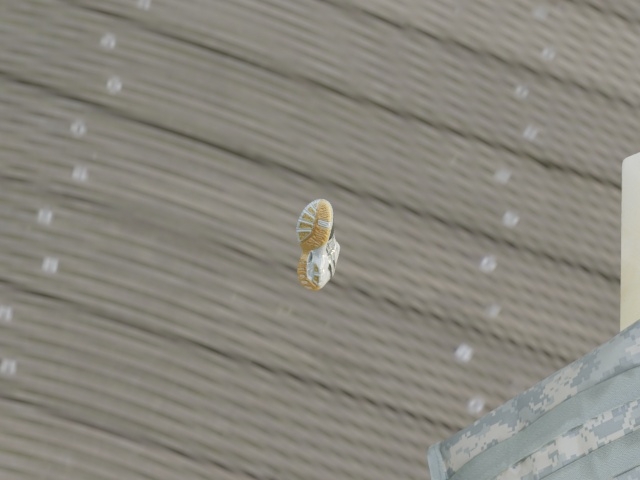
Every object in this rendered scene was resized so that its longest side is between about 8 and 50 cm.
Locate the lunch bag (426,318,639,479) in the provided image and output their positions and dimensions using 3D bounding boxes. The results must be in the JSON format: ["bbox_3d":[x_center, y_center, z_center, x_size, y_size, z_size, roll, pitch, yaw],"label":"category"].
[{"bbox_3d":[0.219,0.238,1.341,0.169,0.235,0.287,34,35,-35],"label":"lunch bag"}]

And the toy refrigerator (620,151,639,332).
[{"bbox_3d":[0.340,0.045,1.701,0.102,0.094,0.270,32,51,-35],"label":"toy refrigerator"}]

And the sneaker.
[{"bbox_3d":[0.000,0.000,1.558,0.032,0.083,0.037,21,29,26],"label":"sneaker"}]
